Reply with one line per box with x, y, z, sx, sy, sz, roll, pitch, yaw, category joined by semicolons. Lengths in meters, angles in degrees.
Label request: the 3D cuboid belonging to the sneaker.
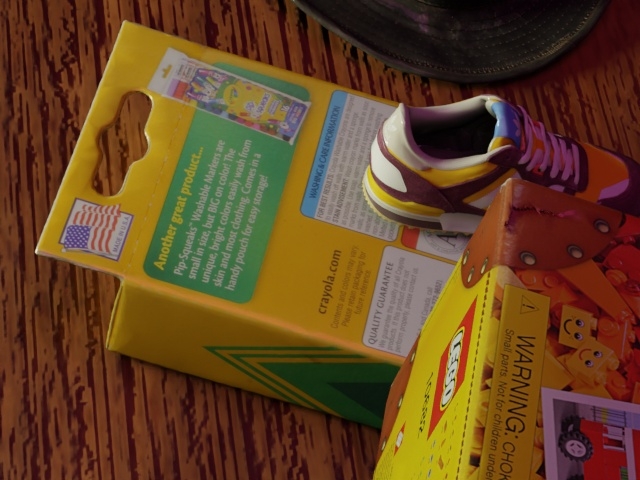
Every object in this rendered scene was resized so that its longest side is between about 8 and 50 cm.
0.122;-0.045;1.132;0.185;0.084;0.069;0;54;-14;sneaker

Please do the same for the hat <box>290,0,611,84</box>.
0.082;-0.279;1.367;0.331;0.134;0.331;6;54;-9;hat

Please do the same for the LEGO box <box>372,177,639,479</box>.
0.195;0.260;0.815;0.372;0.193;0.500;18;48;-6;LEGO box

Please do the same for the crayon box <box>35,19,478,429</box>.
0.000;0.000;1.173;0.323;0.083;0.203;17;52;-3;crayon box
